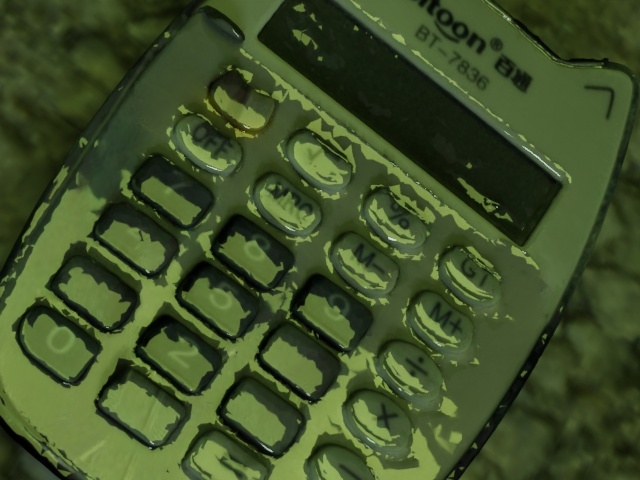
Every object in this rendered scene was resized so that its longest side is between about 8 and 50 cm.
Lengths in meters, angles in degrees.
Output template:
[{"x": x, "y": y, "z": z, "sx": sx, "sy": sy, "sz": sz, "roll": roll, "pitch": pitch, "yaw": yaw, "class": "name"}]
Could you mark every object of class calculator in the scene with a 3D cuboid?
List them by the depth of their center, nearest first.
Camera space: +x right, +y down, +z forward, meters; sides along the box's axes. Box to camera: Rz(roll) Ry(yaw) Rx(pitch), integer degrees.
[{"x": 0.000, "y": 0.000, "z": 0.531, "sx": 0.177, "sy": 0.040, "sz": 0.268, "roll": 39, "pitch": 63, "yaw": -5, "class": "calculator"}]
